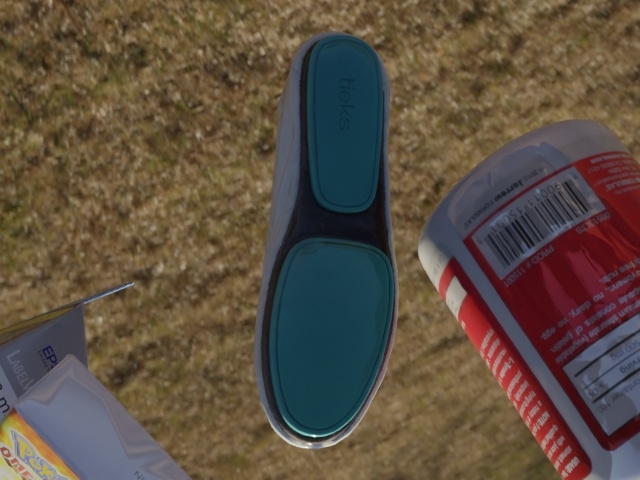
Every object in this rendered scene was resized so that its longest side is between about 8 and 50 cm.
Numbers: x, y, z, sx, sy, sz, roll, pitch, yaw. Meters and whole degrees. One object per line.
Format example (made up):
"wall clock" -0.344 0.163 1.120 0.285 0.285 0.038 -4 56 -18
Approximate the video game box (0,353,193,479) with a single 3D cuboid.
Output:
"video game box" -0.103 0.176 0.597 0.205 0.048 0.187 46 139 0

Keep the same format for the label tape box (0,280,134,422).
"label tape box" -0.365 0.175 1.157 0.249 0.115 0.347 -18 -173 45

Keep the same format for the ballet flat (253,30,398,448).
"ballet flat" 0.000 0.000 1.082 0.139 0.400 0.139 3 166 1

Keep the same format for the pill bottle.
"pill bottle" 0.283 0.106 1.026 0.229 0.408 0.229 -26 155 -13
